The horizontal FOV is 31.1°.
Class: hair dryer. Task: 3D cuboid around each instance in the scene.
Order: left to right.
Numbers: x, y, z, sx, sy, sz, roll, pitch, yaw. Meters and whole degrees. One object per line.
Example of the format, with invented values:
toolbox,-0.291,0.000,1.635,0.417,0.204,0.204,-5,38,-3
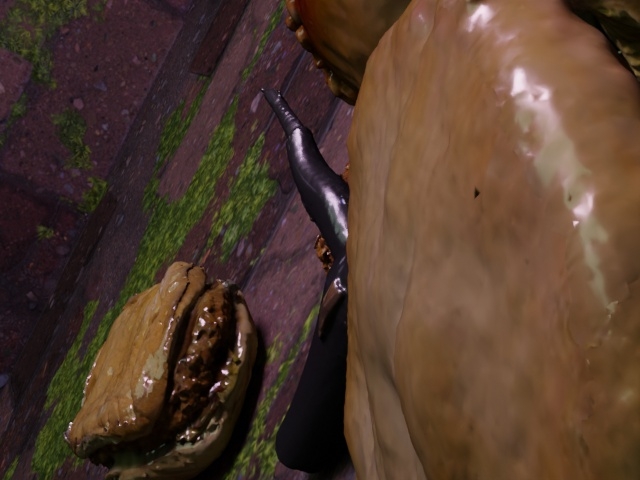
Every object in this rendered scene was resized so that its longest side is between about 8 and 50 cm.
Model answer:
hair dryer,0.000,0.000,1.041,0.303,0.120,0.359,-63,38,38

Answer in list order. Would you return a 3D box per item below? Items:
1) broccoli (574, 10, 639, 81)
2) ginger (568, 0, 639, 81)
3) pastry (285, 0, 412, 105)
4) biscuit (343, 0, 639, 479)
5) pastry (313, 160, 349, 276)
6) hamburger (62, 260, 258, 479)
broccoli,0.188,-0.150,0.634,0.288,0.245,0.248,-64,37,35
ginger,0.251,-0.126,0.510,0.086,0.294,0.131,44,-136,-82
pastry,0.081,-0.289,0.924,0.409,0.245,0.409,0,-90,-75
biscuit,0.083,0.092,0.587,0.429,0.104,0.446,-114,20,-63
pastry,0.053,-0.037,1.109,0.063,0.087,0.169,-6,59,50
hamburger,-0.178,0.163,1.333,0.283,0.145,0.259,-32,33,61
